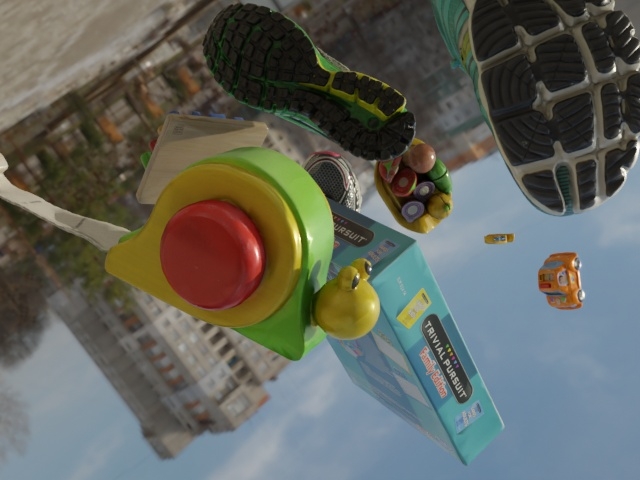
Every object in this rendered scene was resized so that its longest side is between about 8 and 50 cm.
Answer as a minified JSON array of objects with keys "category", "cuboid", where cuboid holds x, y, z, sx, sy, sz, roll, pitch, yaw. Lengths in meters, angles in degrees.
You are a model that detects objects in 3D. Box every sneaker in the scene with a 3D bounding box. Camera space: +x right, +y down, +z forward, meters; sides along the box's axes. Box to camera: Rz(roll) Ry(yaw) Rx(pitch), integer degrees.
[{"category":"sneaker","cuboid":[0.000,0.000,1.532,0.121,0.299,0.112,8,-174,5]},{"category":"sneaker","cuboid":[0.133,-0.138,0.617,0.107,0.275,0.110,-13,159,-6]},{"category":"sneaker","cuboid":[-0.021,-0.215,1.320,0.134,0.343,0.146,-56,175,4]}]

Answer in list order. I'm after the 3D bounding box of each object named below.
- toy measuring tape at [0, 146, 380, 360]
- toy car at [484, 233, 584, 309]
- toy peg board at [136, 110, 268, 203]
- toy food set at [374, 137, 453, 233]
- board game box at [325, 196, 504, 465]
[{"category":"toy measuring tape","cuboid":[-0.104,-0.029,0.617,0.121,0.330,0.121,-55,161,-30]},{"category":"toy car","cuboid":[0.207,0.032,0.920,0.040,0.060,0.122,-5,-164,-37]},{"category":"toy peg board","cuboid":[-0.189,-0.138,1.385,0.161,0.079,0.161,1,134,-35]},{"category":"toy food set","cuboid":[0.166,-0.108,1.586,0.128,0.218,0.071,-41,-158,-14]},{"category":"board game box","cuboid":[0.077,0.104,1.172,0.079,0.336,0.254,-40,-144,-16]}]
